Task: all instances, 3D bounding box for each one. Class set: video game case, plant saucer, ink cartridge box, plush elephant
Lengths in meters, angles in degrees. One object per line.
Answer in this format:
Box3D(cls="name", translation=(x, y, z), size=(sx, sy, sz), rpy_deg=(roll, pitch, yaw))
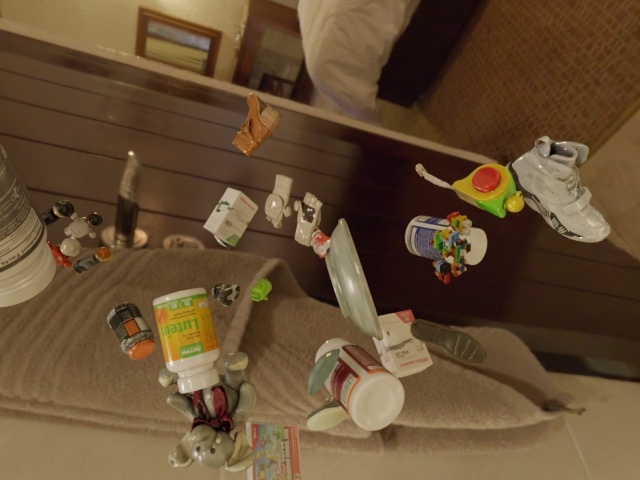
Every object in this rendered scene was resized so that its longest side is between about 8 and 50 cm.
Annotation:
Box3D(cls="video game case", translation=(-0.163, 0.764, 1.634), size=(0.025, 0.285, 0.204), rpy_deg=(-22, 58, 26))
Box3D(cls="plant saucer", translation=(0.092, 0.133, 1.443), size=(0.400, 0.100, 0.401), rpy_deg=(-19, -90, -87))
Box3D(cls="ink cartridge box", translation=(0.385, 0.498, 2.189), size=(0.117, 0.207, 0.283), rpy_deg=(-58, 45, 52))
Box3D(cls="ink cartridge box", translation=(-0.407, -0.109, 2.089), size=(0.092, 0.160, 0.219), rpy_deg=(23, 77, 33))
Box3D(cls="plush elephant", translation=(-0.312, 0.522, 1.302), size=(0.255, 0.271, 0.330), rpy_deg=(-92, -7, -51))
Box3D(cls="plant saucer", translation=(0.003, 0.467, 1.647), size=(0.195, 0.037, 0.195), rpy_deg=(-48, -25, -31))

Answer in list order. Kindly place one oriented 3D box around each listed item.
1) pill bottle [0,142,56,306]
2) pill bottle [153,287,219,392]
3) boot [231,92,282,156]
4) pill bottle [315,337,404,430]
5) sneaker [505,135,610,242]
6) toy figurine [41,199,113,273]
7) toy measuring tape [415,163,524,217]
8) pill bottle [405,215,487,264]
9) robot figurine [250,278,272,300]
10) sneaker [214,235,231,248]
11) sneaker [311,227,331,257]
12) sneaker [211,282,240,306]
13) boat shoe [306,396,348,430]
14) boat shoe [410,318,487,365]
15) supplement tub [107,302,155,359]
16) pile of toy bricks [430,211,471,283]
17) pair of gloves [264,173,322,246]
Box3D(cls="pill bottle", translation=(-0.661, -0.045, 0.860), size=(0.363, 0.210, 0.210), rpy_deg=(95, 171, -47))
Box3D(cls="pill bottle", translation=(-0.337, 0.255, 1.171), size=(0.136, 0.136, 0.246), rpy_deg=(150, 107, -67))
Box3D(cls="boot", translation=(-0.202, -0.333, 1.306), size=(0.152, 0.073, 0.197), rpy_deg=(-51, 39, 7))
Box3D(cls="pill bottle", translation=(0.137, 0.547, 1.798), size=(0.392, 0.224, 0.224), rpy_deg=(27, 106, 65))
Box3D(cls="sneaker", translation=(0.744, -0.154, 1.362), size=(0.137, 0.366, 0.210), rpy_deg=(-43, -12, -23))
Box3D(cls="toy figurine", translation=(-0.797, -0.009, 1.473), size=(0.213, 0.148, 0.209), rpy_deg=(68, -166, 19))
Box3D(cls="toy measuring tape", translation=(0.405, -0.167, 1.215), size=(0.330, 0.121, 0.121), rpy_deg=(39, 120, 44))
Box3D(cls="pill bottle", translation=(0.446, 0.000, 1.625), size=(0.264, 0.153, 0.153), rpy_deg=(16, 96, 53))
Box3D(cls="robot figurine", translation=(-0.259, 0.216, 2.003), size=(0.115, 0.067, 0.101), rpy_deg=(-50, -39, -45))
Box3D(cls="sneaker", translation=(-0.480, -0.044, 2.216), size=(0.178, 0.077, 0.072), rpy_deg=(53, -176, 17))
Box3D(cls="sneaker", translation=(-0.001, 0.001, 2.135), size=(0.090, 0.145, 0.270), rpy_deg=(-38, 0, -12))
Box3D(cls="sneaker", translation=(-0.413, 0.224, 1.904), size=(0.234, 0.106, 0.078), rpy_deg=(-32, -49, -86))
Box3D(cls="boat shoe", translation=(0.073, 0.754, 2.054), size=(0.091, 0.304, 0.109), rpy_deg=(-132, 24, -60))
Box3D(cls="boat shoe", translation=(0.505, 0.388, 1.792), size=(0.111, 0.307, 0.104), rpy_deg=(-64, -12, 1))
Box3D(cls="supplement tub", translation=(-0.681, 0.329, 1.646), size=(0.190, 0.117, 0.117), rpy_deg=(49, 134, 26))
Box3D(cls="pile of toy bricks", translation=(0.371, 0.018, 1.352), size=(0.105, 0.118, 0.212), rpy_deg=(41, 150, 44))
Box3D(cls="pair of gloves", translation=(-0.107, -0.112, 1.690), size=(0.240, 0.042, 0.204), rpy_deg=(34, 119, 22))
